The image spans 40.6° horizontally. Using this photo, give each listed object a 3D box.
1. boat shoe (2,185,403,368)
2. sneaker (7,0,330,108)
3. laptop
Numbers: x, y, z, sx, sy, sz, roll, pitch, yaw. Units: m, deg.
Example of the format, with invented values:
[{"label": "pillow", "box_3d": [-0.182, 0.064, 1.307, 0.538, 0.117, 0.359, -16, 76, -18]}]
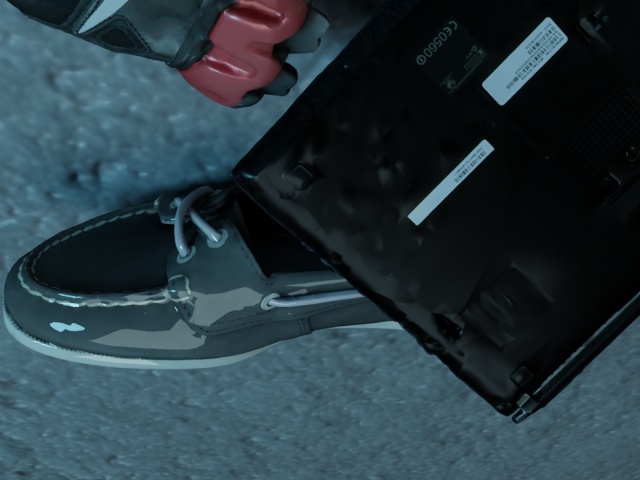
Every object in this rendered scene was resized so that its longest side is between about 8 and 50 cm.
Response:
[{"label": "boat shoe", "box_3d": [0.000, 0.000, 0.480, 0.335, 0.112, 0.095, 0, 127, -15]}, {"label": "sneaker", "box_3d": [-0.034, -0.153, 0.257, 0.135, 0.097, 0.276, 9, 144, -21]}, {"label": "laptop", "box_3d": [0.129, -0.043, 0.414, 0.264, 0.136, 0.234, 41, 98, -17]}]
